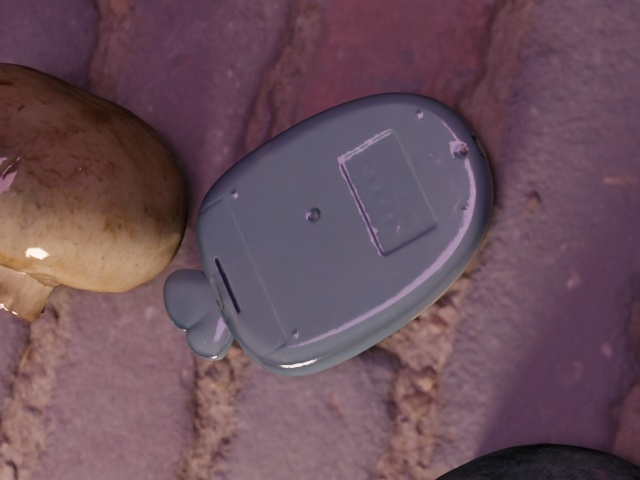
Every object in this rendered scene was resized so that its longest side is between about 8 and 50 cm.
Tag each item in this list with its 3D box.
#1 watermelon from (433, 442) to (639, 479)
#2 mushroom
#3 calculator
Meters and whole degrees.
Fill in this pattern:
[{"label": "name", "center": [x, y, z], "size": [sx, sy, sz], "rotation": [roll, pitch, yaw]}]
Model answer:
[{"label": "watermelon", "center": [0.185, 0.254, 1.328], "size": [0.322, 0.188, 0.175], "rotation": [45, 105, 24]}, {"label": "mushroom", "center": [-0.253, -0.040, 1.587], "size": [0.254, 0.189, 0.195], "rotation": [30, 97, 30]}, {"label": "calculator", "center": [0.000, 0.000, 1.531], "size": [0.303, 0.042, 0.188], "rotation": [-31, 73, 19]}]
